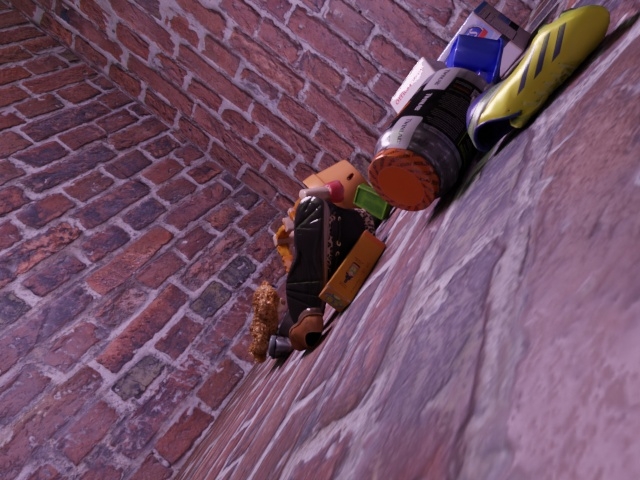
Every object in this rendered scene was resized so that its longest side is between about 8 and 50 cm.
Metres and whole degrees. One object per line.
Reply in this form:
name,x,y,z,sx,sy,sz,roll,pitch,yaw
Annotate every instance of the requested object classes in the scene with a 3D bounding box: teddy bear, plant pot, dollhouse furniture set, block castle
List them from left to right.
teddy bear,-0.203,0.326,1.859,0.245,0.113,0.337,-31,-45,-70
block castle,0.000,0.000,1.879,0.213,0.302,0.453,-11,-21,-28
plant pot,0.092,-0.213,2.077,0.203,0.291,0.291,-43,0,1
dollhouse furniture set,0.234,-0.094,1.992,0.198,0.151,0.301,-28,-40,-48

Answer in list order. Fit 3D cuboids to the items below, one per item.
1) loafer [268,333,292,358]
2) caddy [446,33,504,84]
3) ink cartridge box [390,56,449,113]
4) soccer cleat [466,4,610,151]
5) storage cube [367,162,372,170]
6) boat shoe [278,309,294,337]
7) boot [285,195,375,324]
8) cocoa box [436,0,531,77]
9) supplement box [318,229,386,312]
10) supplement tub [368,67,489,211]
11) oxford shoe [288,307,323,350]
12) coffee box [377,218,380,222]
loafer,-0.140,0.395,1.759,0.267,0.084,0.096,93,-176,-79
caddy,0.480,-0.503,1.495,0.341,0.180,0.241,-54,-21,-75
ink cartridge box,0.330,-0.373,1.356,0.100,0.237,0.172,-7,-32,-37
soccer cleat,0.351,-0.250,0.784,0.289,0.094,0.121,135,143,-58
storage cube,0.361,-0.364,2.321,0.183,0.193,0.215,-53,1,15
boat shoe,-0.071,0.261,1.862,0.302,0.114,0.091,-52,6,24
boot,0.039,0.064,1.416,0.284,0.138,0.376,-1,-87,-53
cocoa box,0.572,-0.671,1.802,0.347,0.228,0.231,-53,0,43
supplement box,0.088,0.080,1.287,0.233,0.078,0.080,-52,-1,-40
supplement tub,0.247,-0.223,1.057,0.316,0.194,0.193,-52,0,-29
oxford shoe,-0.039,0.259,1.271,0.212,0.076,0.075,110,154,-54
coffee box,0.253,-0.160,2.149,0.184,0.113,0.040,-54,27,17
